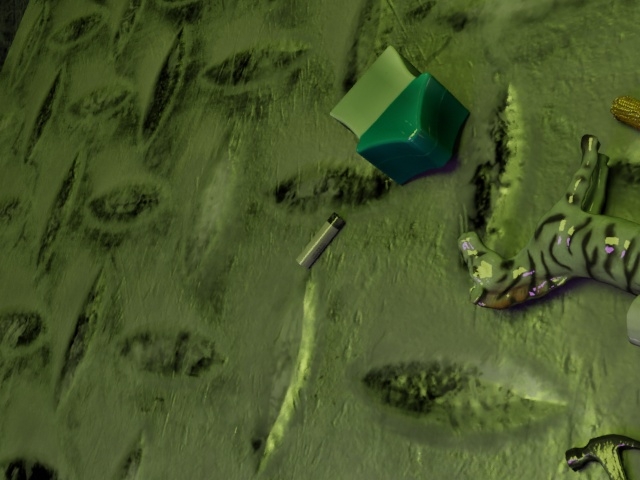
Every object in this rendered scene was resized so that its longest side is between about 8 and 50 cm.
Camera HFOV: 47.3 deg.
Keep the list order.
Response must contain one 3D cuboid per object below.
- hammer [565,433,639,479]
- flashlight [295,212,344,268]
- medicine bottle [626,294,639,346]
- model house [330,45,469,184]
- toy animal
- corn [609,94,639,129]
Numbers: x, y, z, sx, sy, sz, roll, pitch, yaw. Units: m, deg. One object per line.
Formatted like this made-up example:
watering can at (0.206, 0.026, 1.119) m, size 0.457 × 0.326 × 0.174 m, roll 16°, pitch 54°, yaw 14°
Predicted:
hammer at (0.273, 0.256, 0.602) m, size 0.078 × 0.021 × 0.200 m, roll -32°, pitch 51°, yaw 26°
flashlight at (0.000, 0.000, 0.985) m, size 0.083 × 0.018 × 0.018 m, roll -52°, pitch 43°, yaw 8°
medicine bottle at (0.391, 0.107, 0.509) m, size 0.352 × 0.110 × 0.110 m, roll 18°, pitch 81°, yaw 46°
model house at (0.106, -0.145, 0.906) m, size 0.127 × 0.100 × 0.149 m, roll -47°, pitch 43°, yaw 14°
toy animal at (0.265, -0.018, 0.713) m, size 0.255 × 0.090 × 0.169 m, roll -8°, pitch 68°, yaw 42°
corn at (0.329, -0.125, 0.746) m, size 0.028 × 0.027 × 0.083 m, roll -57°, pitch 45°, yaw 15°
